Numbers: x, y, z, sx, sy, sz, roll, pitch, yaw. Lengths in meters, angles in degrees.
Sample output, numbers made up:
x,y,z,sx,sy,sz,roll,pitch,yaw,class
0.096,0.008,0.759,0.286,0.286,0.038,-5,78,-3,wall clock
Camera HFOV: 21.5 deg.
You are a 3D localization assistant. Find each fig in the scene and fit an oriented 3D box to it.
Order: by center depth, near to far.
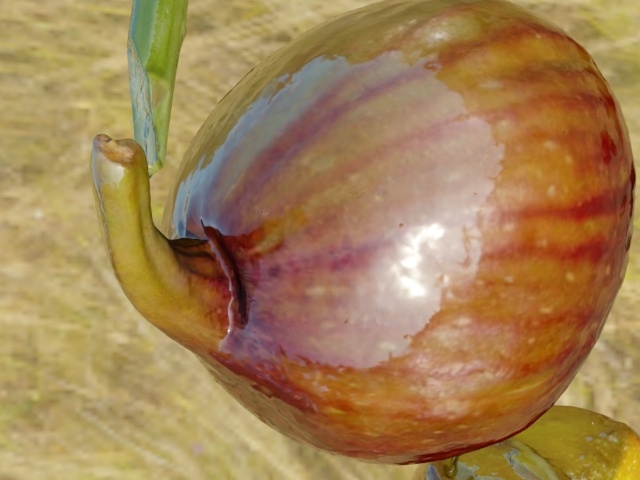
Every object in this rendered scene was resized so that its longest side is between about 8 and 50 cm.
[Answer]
x,y,z,sx,sy,sz,roll,pitch,yaw,class
0.002,0.004,0.593,0.175,0.207,0.175,35,134,45,fig

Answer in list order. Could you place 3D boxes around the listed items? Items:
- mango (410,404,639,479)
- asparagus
x,y,z,sx,sy,sz,roll,pitch,yaw,class
0.163,0.270,1.105,0.199,0.201,0.350,-87,-15,-64,mango
-0.115,-0.128,1.160,0.041,0.045,0.178,-3,63,15,asparagus
